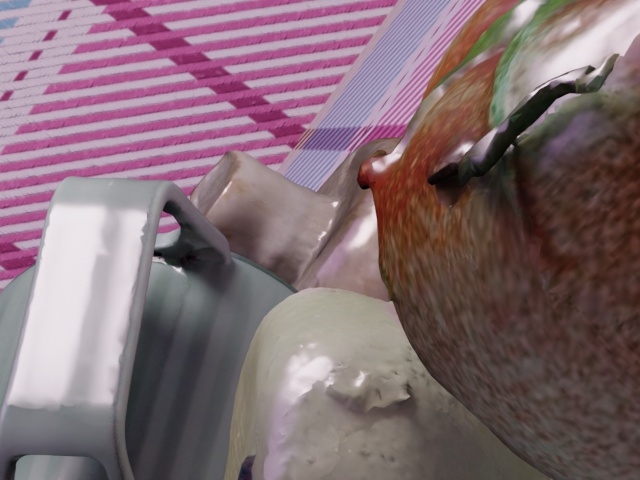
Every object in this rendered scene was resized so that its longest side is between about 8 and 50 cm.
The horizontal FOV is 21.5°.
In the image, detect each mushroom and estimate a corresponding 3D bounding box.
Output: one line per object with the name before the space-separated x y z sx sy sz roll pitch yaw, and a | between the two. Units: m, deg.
mushroom | 0.000 0.000 1.459 0.243 0.243 0.243 -52 10 13

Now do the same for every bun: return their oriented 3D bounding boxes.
bun | 0.035 0.170 0.854 0.293 0.187 0.293 -168 90 -85

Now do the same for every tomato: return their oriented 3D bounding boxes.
tomato | 0.175 -0.028 0.646 0.303 0.239 0.303 -45 10 11

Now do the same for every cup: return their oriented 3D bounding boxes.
cup | -0.157 0.181 1.149 0.310 0.401 0.392 -23 26 19
